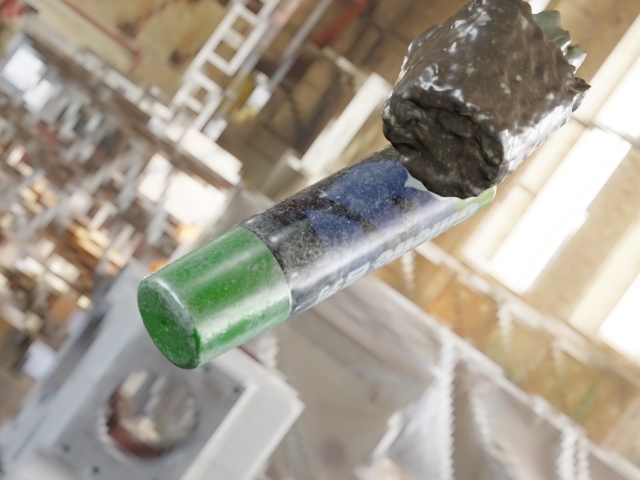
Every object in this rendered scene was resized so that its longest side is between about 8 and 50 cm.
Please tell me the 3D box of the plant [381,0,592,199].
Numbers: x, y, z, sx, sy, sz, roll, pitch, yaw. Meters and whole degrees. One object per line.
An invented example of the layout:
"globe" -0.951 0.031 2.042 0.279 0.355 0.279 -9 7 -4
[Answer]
"plant" 0.137 -0.129 1.609 0.129 0.194 0.132 -28 -74 42

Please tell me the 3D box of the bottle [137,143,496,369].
"bottle" 0.000 0.000 1.673 0.093 0.330 0.093 40 -35 35
